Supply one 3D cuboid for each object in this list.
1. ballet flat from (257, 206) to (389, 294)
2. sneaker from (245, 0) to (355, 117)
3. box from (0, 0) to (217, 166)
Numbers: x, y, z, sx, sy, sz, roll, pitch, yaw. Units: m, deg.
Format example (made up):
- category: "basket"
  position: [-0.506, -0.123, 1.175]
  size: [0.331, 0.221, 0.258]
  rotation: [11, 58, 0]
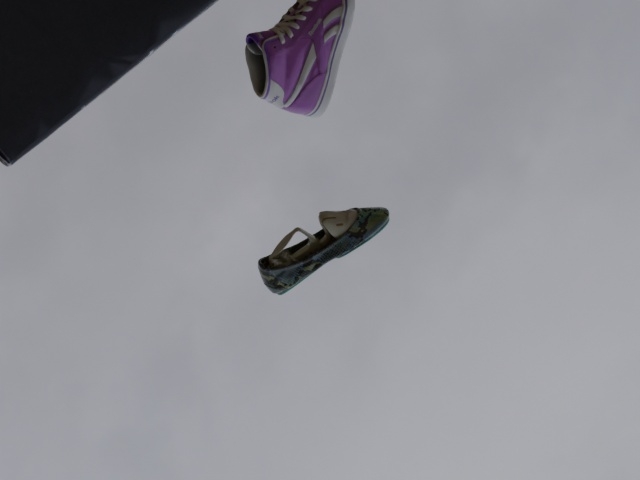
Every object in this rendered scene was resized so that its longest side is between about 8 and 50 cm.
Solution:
- category: "ballet flat"
  position: [0.000, 0.000, 1.568]
  size: [0.188, 0.070, 0.070]
  rotation: [-35, -145, 4]
- category: "sneaker"
  position: [-0.039, -0.358, 2.013]
  size: [0.102, 0.161, 0.282]
  rotation: [1, -100, 56]
- category: "box"
  position: [-0.226, -0.243, 1.157]
  size: [0.343, 0.179, 0.312]
  rotation: [-41, -167, -8]
